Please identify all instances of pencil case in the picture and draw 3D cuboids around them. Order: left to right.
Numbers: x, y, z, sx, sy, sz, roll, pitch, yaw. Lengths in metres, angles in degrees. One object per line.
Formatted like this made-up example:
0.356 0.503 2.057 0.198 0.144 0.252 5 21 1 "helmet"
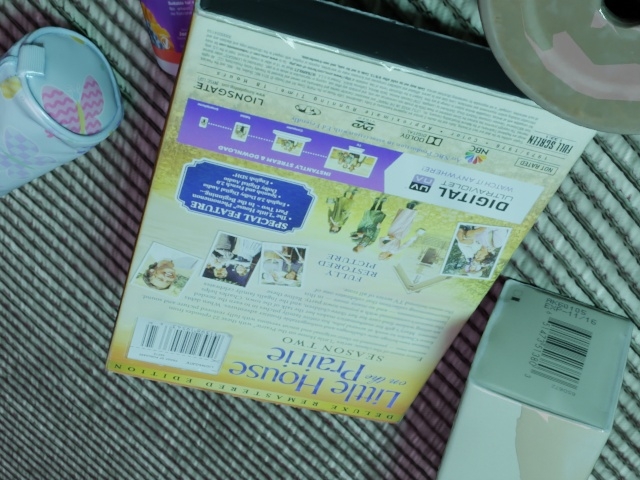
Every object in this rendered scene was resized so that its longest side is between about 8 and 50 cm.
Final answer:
-0.318 -0.111 0.917 0.273 0.113 0.124 -17 138 36 "pencil case"

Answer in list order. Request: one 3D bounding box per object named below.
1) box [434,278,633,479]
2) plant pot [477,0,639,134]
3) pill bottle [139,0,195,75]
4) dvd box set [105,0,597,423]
0.181 0.206 0.889 0.121 0.148 0.311 19 134 13 "box"
0.189 -0.174 0.522 0.263 0.229 0.263 14 132 17 "plant pot"
-0.094 -0.231 0.708 0.108 0.108 0.193 7 128 23 "pill bottle"
0.000 0.000 0.802 0.308 0.062 0.420 12 135 -11 "dvd box set"
